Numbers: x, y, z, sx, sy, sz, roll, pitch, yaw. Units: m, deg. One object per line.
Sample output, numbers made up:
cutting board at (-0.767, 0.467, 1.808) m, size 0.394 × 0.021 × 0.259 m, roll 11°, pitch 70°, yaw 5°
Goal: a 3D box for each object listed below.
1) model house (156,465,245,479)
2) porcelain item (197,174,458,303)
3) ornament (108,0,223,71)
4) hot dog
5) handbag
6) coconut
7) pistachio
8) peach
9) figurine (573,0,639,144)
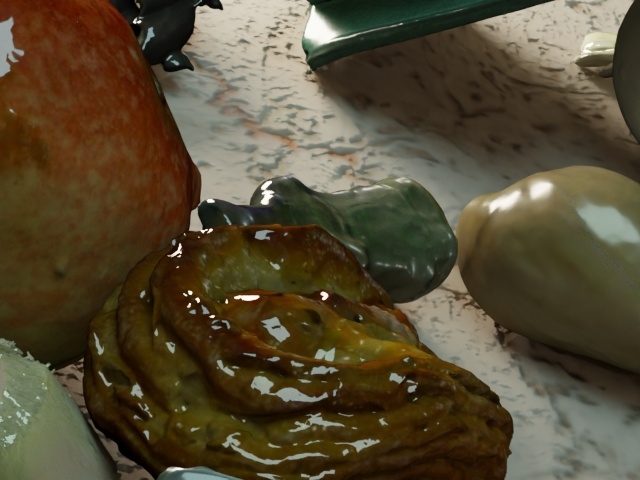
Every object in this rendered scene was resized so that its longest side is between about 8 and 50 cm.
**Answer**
model house at (-0.015, 0.228, 0.610) m, size 0.284 × 0.298 × 0.243 m, roll -15°, pitch 50°, yaw -40°
porcelain item at (0.000, 0.000, 1.042) m, size 0.216 × 0.069 × 0.081 m, roll 2°, pitch 53°, yaw -60°
ornament at (-0.174, -0.182, 1.236) m, size 0.251 × 0.106 × 0.260 m, roll -19°, pitch 57°, yaw -38°
hot dog at (0.006, 0.070, 0.908) m, size 0.175 × 0.114 × 0.259 m, roll 39°, pitch 16°, yaw 32°
handbag at (0.148, -0.226, 1.288) m, size 0.326 × 0.089 × 0.238 m, roll -12°, pitch 15°, yaw 34°
coconut at (-0.157, 0.114, 0.843) m, size 0.116 × 0.122 × 0.116 m, roll -15°, pitch 40°, yaw 13°
pistachio at (0.175, 0.022, 1.130) m, size 0.185 × 0.124 × 0.124 m, roll 38°, pitch 39°, yaw 12°
peach at (-0.170, -0.037, 0.939) m, size 0.257 × 0.232 × 0.232 m, roll -6°, pitch 44°, yaw -40°
figurine at (0.350, -0.160, 1.420) m, size 0.275 × 0.226 × 0.394 m, roll 9°, pitch 20°, yaw 33°
